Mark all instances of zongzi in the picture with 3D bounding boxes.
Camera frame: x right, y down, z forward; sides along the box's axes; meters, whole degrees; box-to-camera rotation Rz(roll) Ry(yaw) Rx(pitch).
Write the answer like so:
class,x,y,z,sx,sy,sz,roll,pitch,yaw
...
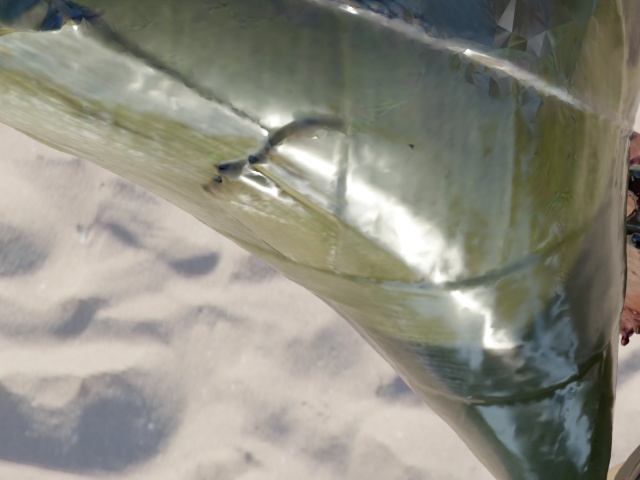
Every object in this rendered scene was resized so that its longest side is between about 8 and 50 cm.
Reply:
class,x,y,z,sx,sy,sz,roll,pitch,yaw
zongzi,0.000,0.000,0.469,0.274,0.145,0.300,-7,99,-32

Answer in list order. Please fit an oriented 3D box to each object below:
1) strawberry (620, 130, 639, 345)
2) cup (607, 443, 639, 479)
class,x,y,z,sx,sy,sz,roll,pitch,yaw
strawberry,0.159,-0.014,0.736,0.167,0.208,0.087,38,76,-25
cup,0.193,0.181,0.672,0.196,0.279,0.196,3,75,-10
